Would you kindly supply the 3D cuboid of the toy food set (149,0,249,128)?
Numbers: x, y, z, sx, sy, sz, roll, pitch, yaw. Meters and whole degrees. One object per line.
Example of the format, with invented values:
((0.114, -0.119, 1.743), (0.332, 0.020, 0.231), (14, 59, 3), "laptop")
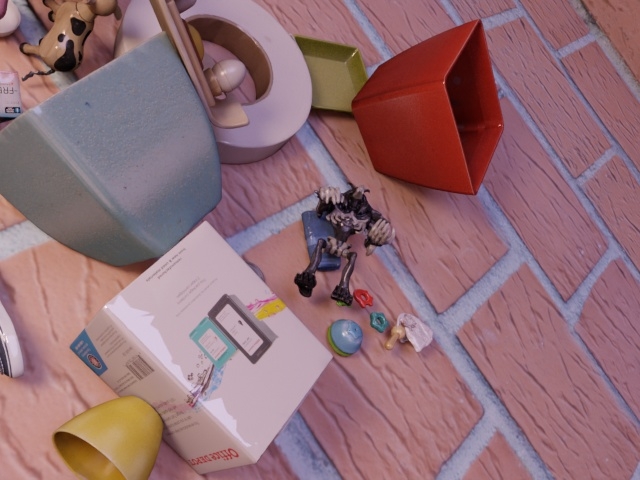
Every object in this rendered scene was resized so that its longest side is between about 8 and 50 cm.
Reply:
((-0.195, -0.342, 0.894), (0.092, 0.306, 0.220), (-25, 55, -8), "toy food set")

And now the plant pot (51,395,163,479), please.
((-0.262, 0.260, 0.766), (0.134, 0.134, 0.095), (47, 44, -6), "plant pot")

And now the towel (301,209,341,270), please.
((0.000, 0.000, 1.138), (0.067, 0.029, 0.119), (2, 67, -34), "towel")

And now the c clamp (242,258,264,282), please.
((-0.153, 0.084, 0.996), (0.160, 0.022, 0.137), (27, 55, -21), "c clamp")

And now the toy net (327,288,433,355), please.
((0.115, 0.161, 1.130), (0.232, 0.045, 0.122), (11, 53, -32), "toy net")

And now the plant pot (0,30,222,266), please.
((-0.295, -0.104, 0.863), (0.252, 0.247, 0.248), (58, 47, -21), "plant pot")

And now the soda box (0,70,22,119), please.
((-0.466, -0.196, 0.817), (0.058, 0.183, 0.063), (-9, 101, -36), "soda box")

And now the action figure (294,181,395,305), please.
((0.052, -0.021, 1.075), (0.164, 0.141, 0.276), (24, 57, -8), "action figure")

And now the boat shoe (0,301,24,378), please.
((-0.453, 0.107, 0.758), (0.083, 0.065, 0.183), (-21, 73, -38), "boat shoe")

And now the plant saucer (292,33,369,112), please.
((0.026, -0.361, 1.326), (0.188, 0.045, 0.188), (-2, 69, -35), "plant saucer")

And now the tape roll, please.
((-0.196, -0.333, 1.144), (0.392, 0.072, 0.392), (16, 59, -28), "tape roll")

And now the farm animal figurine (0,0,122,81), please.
((-0.377, -0.445, 0.880), (0.172, 0.330, 0.327), (27, 60, 30), "farm animal figurine")

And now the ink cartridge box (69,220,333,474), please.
((-0.167, 0.159, 0.835), (0.270, 0.198, 0.197), (48, 49, -6), "ink cartridge box")

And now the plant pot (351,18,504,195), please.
((0.223, -0.272, 1.257), (0.267, 0.235, 0.267), (-58, 135, -39), "plant pot")

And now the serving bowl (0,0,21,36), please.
((-0.535, -0.364, 0.956), (0.083, 0.027, 0.083), (16, 59, -28), "serving bowl")
